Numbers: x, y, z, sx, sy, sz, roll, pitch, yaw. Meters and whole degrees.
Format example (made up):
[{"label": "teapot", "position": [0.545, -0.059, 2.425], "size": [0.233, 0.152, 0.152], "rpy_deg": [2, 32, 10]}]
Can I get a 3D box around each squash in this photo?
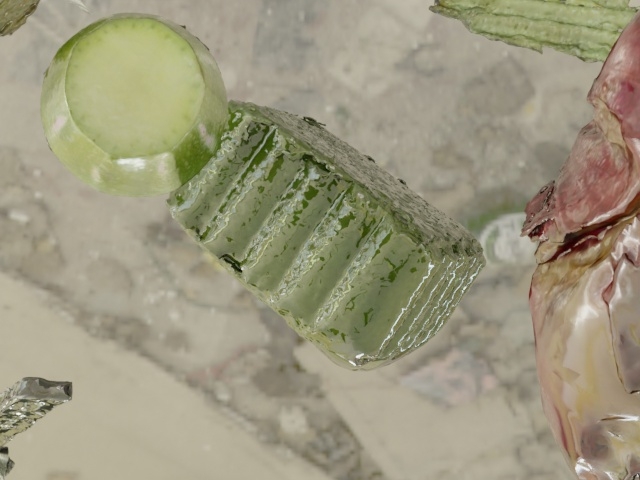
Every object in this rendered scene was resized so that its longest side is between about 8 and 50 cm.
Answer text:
[{"label": "squash", "position": [-0.162, -0.123, 1.187], "size": [0.170, 0.170, 0.123], "rpy_deg": [6, 178, -5]}]

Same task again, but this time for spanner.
[{"label": "spanner", "position": [-0.208, 0.121, 0.853], "size": [0.093, 0.026, 0.325], "rpy_deg": [12, 160, -23]}]

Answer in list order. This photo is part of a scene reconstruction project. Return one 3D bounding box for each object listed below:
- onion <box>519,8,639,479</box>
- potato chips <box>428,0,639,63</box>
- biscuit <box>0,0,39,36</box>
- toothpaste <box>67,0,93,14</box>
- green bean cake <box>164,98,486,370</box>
[{"label": "onion", "position": [0.221, 0.007, 0.551], "size": [0.314, 0.232, 0.314], "rpy_deg": [-5, 107, -16]}, {"label": "potato chips", "position": [0.196, -0.193, 1.147], "size": [0.207, 0.092, 0.028], "rpy_deg": [17, 154, 19]}, {"label": "biscuit", "position": [-0.358, -0.315, 1.546], "size": [0.036, 0.273, 0.187], "rpy_deg": [44, 96, 6]}, {"label": "toothpaste", "position": [-0.286, -0.251, 1.014], "size": [0.056, 0.058, 0.314], "rpy_deg": [-19, 153, 23]}, {"label": "green bean cake", "position": [0.000, 0.000, 1.625], "size": [0.218, 0.335, 0.319], "rpy_deg": [-57, 159, 9]}]
